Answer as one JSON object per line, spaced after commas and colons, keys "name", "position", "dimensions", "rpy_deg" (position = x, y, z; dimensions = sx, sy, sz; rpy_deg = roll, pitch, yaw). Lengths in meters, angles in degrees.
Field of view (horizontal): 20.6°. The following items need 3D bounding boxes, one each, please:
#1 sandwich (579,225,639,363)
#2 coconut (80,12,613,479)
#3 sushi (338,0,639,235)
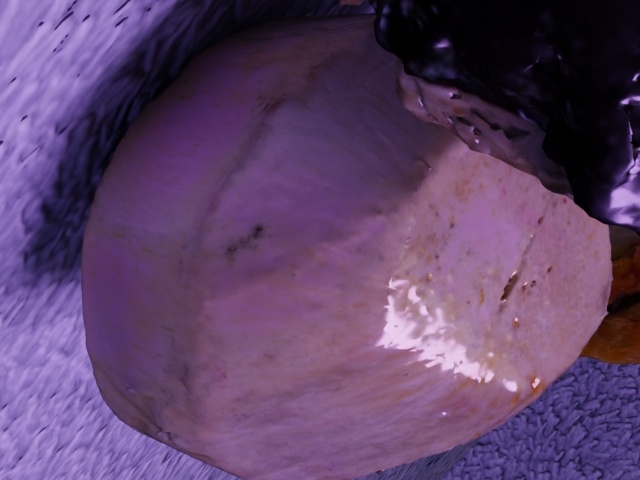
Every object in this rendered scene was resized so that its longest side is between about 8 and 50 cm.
{"name": "sandwich", "position": [0.195, -0.090, 0.889], "dimensions": [0.271, 0.099, 0.301], "rpy_deg": [-24, -134, 49]}
{"name": "coconut", "position": [0.000, 0.000, 0.790], "dimensions": [0.237, 0.236, 0.197], "rpy_deg": [-37, 121, -38]}
{"name": "sushi", "position": [0.126, -0.142, 0.676], "dimensions": [0.171, 0.211, 0.350], "rpy_deg": [-52, -172, 35]}
